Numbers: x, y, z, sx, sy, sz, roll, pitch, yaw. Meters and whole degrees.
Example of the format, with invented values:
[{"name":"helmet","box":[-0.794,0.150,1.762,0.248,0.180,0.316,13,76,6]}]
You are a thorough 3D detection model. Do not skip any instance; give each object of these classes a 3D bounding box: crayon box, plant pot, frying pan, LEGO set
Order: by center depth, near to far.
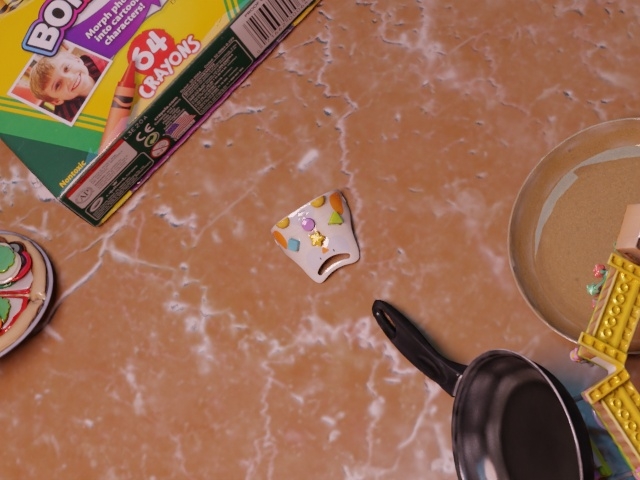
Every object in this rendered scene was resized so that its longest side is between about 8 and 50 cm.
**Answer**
[{"name":"LEGO set","box":[0.270,0.116,1.507,0.132,0.107,0.287,-7,76,-19]},{"name":"frying pan","box":[0.150,0.181,1.550,0.326,0.053,0.197,21,115,59]},{"name":"plant pot","box":[0.297,-0.002,1.587,0.236,0.032,0.236,-7,69,17]},{"name":"crayon box","box":[-0.228,-0.250,1.813,0.363,0.106,0.313,-46,64,-1]}]

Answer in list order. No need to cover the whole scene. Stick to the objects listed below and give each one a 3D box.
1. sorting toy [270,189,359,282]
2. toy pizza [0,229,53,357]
[{"name":"sorting toy","box":[0.000,0.000,1.689,0.083,0.045,0.075,-33,83,6]},{"name":"toy pizza","box":[-0.380,0.059,1.758,0.201,0.032,0.201,-9,46,9]}]
